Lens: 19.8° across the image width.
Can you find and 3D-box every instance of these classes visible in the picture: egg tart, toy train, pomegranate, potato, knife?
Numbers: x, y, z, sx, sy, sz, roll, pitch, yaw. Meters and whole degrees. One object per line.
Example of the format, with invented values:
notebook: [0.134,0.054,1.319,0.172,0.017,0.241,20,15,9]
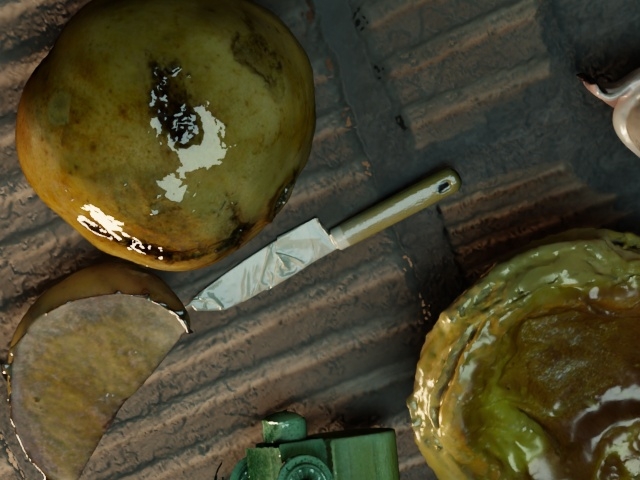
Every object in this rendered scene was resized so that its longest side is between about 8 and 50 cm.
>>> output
egg tart: [0.241,0.132,1.837,0.352,0.150,0.352,-7,119,-12]
toy train: [0.005,0.320,1.859,0.189,0.126,0.307,-5,89,-39]
pomegranate: [-0.126,-0.102,1.586,0.260,0.260,0.260,-5,118,-10]
potato: [-0.233,0.110,1.749,0.138,0.098,0.243,28,115,-20]
knife: [0.000,-0.001,1.787,0.298,0.017,0.047,-28,118,7]

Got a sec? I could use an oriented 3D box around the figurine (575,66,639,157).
figurine: [0.437,-0.170,1.672,0.361,0.253,0.211,-34,91,13]
